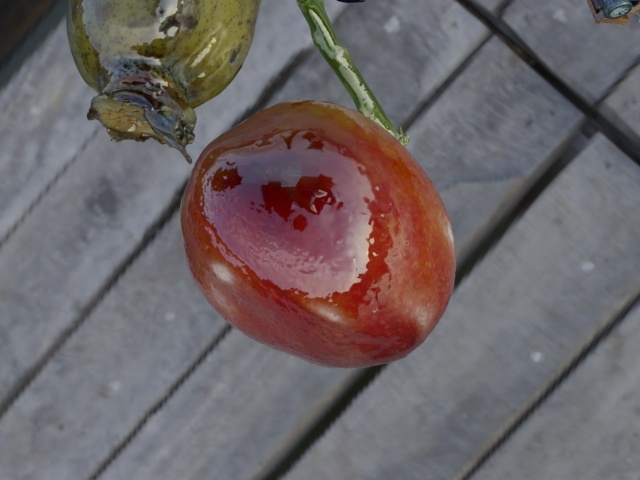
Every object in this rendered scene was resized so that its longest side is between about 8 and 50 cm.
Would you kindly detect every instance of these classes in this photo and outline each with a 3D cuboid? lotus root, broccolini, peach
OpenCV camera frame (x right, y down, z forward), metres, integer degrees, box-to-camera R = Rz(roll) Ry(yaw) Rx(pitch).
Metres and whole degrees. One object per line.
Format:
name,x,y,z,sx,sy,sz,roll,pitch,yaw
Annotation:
lotus root,-0.122,-0.170,1.025,0.154,0.154,0.278,-8,60,23
broccolini,0.017,-0.284,1.715,0.074,0.079,0.392,-26,110,19
peach,0.000,0.000,1.326,0.275,0.245,0.248,36,98,16

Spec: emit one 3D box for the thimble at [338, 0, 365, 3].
thimble,0.049,-0.293,0.978,0.237,0.150,0.237,-26,40,25

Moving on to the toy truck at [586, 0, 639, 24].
toy truck,0.384,-0.310,1.504,0.178,0.115,0.080,-36,61,42
